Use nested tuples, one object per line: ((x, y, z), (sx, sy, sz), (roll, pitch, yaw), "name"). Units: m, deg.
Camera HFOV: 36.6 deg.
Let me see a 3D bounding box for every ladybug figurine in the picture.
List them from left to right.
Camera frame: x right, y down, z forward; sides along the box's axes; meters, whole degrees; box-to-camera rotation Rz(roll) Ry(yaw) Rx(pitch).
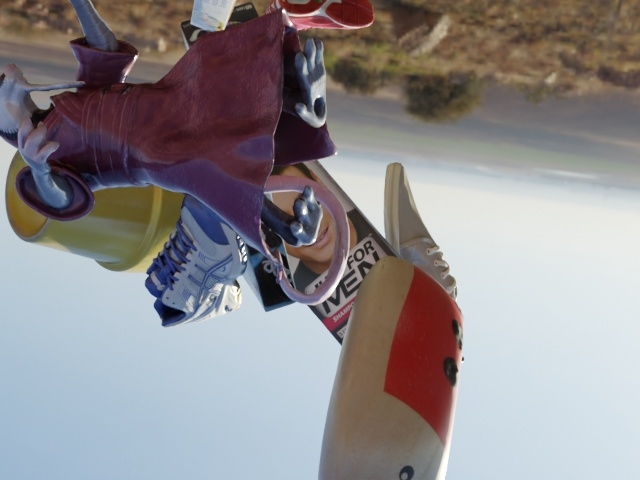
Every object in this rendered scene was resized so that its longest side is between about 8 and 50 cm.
((0.109, 0.204, 1.353), (0.162, 0.305, 0.449), (9, -138, 7), "ladybug figurine")

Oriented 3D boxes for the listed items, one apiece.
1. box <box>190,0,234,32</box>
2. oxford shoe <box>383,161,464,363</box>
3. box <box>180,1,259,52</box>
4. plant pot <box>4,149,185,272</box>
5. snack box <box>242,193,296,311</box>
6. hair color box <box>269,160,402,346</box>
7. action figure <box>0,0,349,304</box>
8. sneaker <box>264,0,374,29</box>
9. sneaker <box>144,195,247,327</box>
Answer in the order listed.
((-0.170, -0.406, 1.603), (0.063, 0.067, 0.324), (22, 177, -9), "box")
((0.203, 0.063, 1.930), (0.130, 0.449, 0.169), (-10, -177, 12), "oxford shoe")
((-0.167, -0.332, 2.002), (0.165, 0.270, 0.143), (-20, 154, -9), "box")
((-0.364, -0.073, 1.568), (0.239, 0.253, 0.254), (2, -173, -45), "plant pot")
((-0.118, -0.075, 1.425), (0.060, 0.321, 0.187), (-20, -151, -12), "snack box")
((0.000, 0.000, 1.784), (0.374, 0.185, 0.113), (50, -175, 1), "hair color box")
((-0.164, -0.106, 0.925), (0.370, 0.248, 0.275), (3, 149, 22), "action figure")
((-0.011, -0.463, 1.974), (0.221, 0.087, 0.128), (7, 169, -28), "sneaker")
((-0.183, 0.039, 1.374), (0.131, 0.296, 0.111), (-22, -121, -19), "sneaker")
